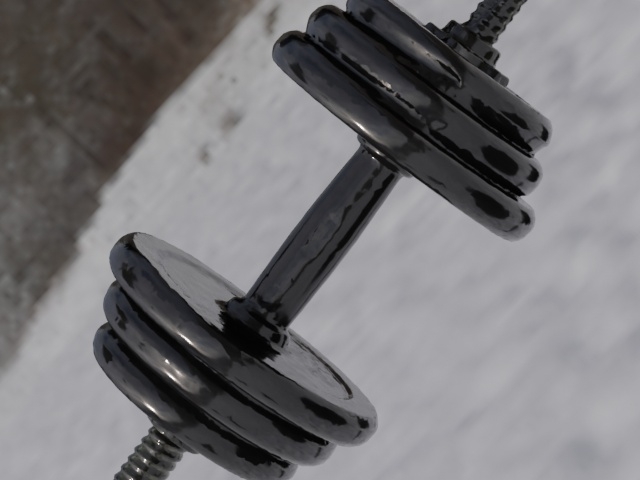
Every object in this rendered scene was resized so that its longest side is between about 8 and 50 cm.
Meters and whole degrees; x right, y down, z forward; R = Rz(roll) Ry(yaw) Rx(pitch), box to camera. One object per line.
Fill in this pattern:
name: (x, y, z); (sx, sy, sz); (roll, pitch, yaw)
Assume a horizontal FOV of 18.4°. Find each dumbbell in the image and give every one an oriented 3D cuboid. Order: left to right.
dumbbell: (0.000, 0.000, 0.606); (0.208, 0.099, 0.099); (-53, 7, 6)
